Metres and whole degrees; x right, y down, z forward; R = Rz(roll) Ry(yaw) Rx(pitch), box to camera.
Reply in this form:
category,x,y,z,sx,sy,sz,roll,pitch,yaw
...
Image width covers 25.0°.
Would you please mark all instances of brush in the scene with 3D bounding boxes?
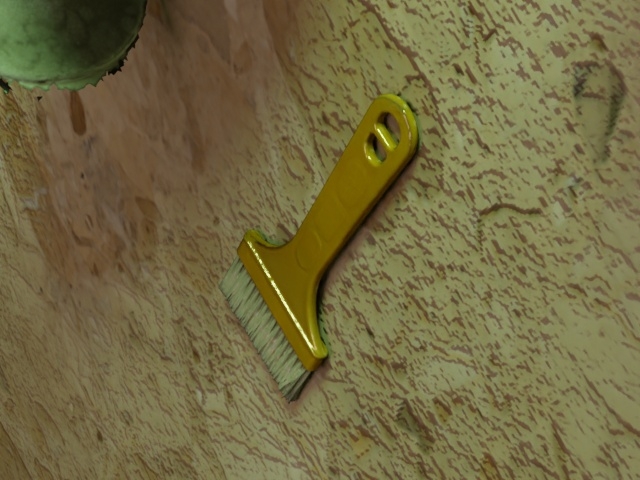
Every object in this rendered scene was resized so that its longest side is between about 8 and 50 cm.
category,x,y,z,sx,sy,sz,roll,pitch,yaw
brush,0.000,0.000,0.896,0.103,0.013,0.272,58,145,19

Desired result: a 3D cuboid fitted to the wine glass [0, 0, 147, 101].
category,x,y,z,sx,sy,sz,roll,pitch,yaw
wine glass,-0.135,-0.240,0.825,0.190,0.190,0.357,65,151,11
